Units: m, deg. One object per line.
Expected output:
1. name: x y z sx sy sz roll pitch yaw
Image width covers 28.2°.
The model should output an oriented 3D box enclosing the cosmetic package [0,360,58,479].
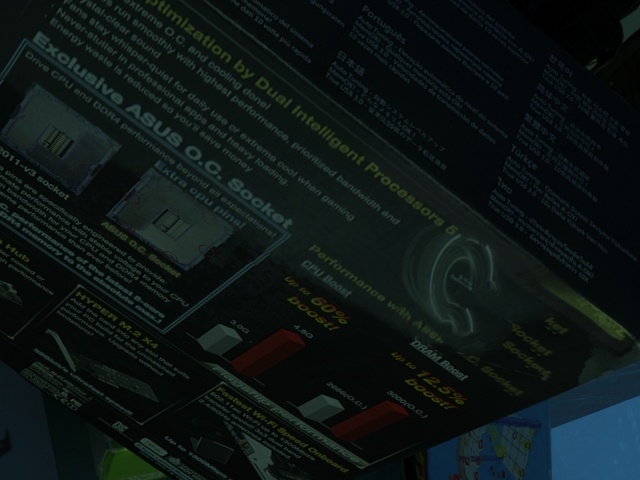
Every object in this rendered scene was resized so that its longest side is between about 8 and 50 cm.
1. cosmetic package: -0.368 0.124 0.579 0.393 0.330 0.327 -2 160 -38

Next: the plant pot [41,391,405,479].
1. plant pot: -0.114 0.183 1.070 0.334 0.341 0.341 -4 163 -5

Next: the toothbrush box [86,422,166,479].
1. toothbrush box: 0.000 0.000 0.700 0.283 0.206 0.122 -9 163 -16

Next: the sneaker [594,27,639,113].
1. sneaker: 0.276 -0.126 0.604 0.295 0.124 0.178 -30 -176 35

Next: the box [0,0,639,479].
1. box: -0.077 -0.040 0.407 0.307 0.077 0.242 36 144 -13

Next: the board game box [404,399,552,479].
1. board game box: 0.108 0.200 1.000 0.086 0.308 0.302 -2 180 -3

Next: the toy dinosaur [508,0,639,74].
1. toy dinosaur: 0.043 -0.115 0.538 0.322 0.164 0.218 -40 179 -3
